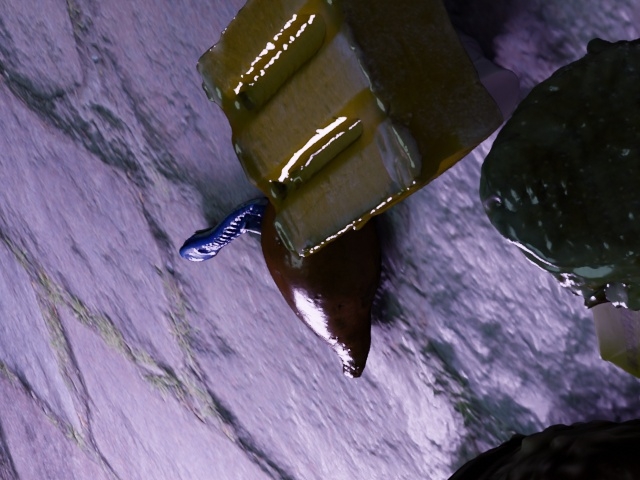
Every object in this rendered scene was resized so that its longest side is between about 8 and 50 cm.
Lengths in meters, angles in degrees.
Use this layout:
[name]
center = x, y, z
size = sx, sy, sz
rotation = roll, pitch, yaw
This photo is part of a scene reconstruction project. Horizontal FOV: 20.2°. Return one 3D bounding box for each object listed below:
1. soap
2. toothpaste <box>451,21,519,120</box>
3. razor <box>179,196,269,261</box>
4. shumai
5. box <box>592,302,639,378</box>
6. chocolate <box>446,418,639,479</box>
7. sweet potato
[soap]
center = 0.013, -0.111, 1.396
size = 0.199, 0.091, 0.315
rotation = 62, 158, 3
[toothpaste]
center = 0.035, -0.190, 1.458
size = 0.323, 0.066, 0.100
rotation = 43, 161, 37
[razor]
center = -0.084, -0.013, 1.899
size = 0.324, 0.093, 0.056
rotation = 168, 113, -68
[shumai]
center = 0.213, -0.042, 1.227
size = 0.184, 0.184, 0.142
rotation = 53, -175, 13
[box]
center = 0.297, 0.068, 1.277
size = 0.279, 0.041, 0.153
rotation = 28, 140, 48
[chocolate]
center = 0.209, 0.249, 1.449
size = 0.340, 0.225, 0.210
rotation = -16, 91, 64
[sweet potato]
center = 0.000, 0.003, 1.686
size = 0.112, 0.112, 0.359
rotation = 36, 150, 41
